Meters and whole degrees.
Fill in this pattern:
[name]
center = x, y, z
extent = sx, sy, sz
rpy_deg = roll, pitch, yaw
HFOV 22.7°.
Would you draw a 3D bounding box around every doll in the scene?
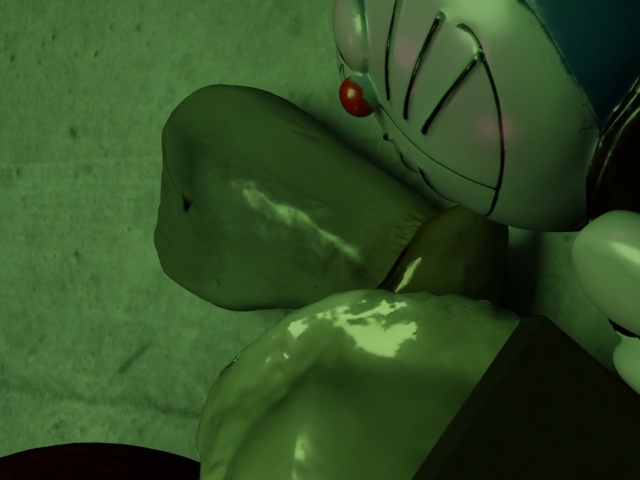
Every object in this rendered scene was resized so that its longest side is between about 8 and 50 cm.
[doll]
center = 0.143, -0.087, 0.776
extent = 0.240, 0.284, 0.310
rpy_deg = -35, 61, -15

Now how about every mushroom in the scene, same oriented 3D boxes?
[mushroom]
center = 0.000, 0.000, 1.022
extent = 0.328, 0.122, 0.159
rpy_deg = 27, 139, 49

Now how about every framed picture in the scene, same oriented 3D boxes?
[framed picture]
center = 0.106, 0.141, 0.792
extent = 0.168, 0.128, 0.023
rpy_deg = -53, 14, -16

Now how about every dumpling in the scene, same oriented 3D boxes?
[dumpling]
center = 0.070, 0.144, 0.864
extent = 0.227, 0.243, 0.175
rpy_deg = -49, 24, 12

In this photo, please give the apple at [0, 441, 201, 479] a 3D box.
[apple]
center = -0.134, 0.281, 0.933
extent = 0.277, 0.348, 0.348
rpy_deg = -34, 55, 17
